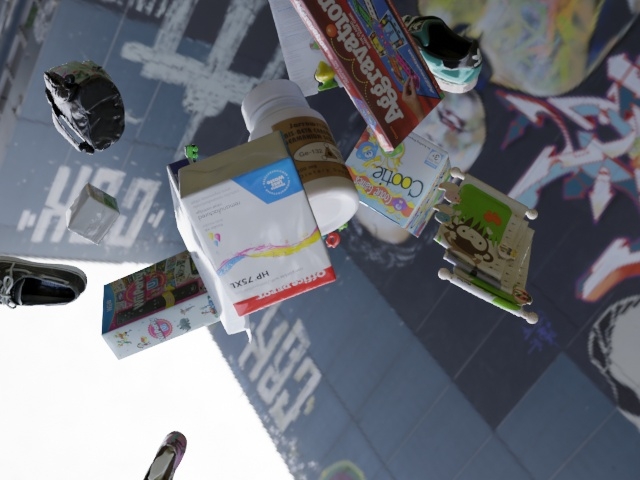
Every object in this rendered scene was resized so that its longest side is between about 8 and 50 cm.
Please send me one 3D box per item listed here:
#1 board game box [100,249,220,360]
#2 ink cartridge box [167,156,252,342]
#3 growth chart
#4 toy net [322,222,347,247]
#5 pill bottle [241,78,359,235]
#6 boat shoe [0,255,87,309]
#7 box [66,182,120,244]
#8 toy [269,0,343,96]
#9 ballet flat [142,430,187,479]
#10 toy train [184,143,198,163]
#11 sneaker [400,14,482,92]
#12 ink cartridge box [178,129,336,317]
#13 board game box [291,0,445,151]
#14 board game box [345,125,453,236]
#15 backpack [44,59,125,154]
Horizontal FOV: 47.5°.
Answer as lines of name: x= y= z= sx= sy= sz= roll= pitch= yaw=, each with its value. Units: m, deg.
board game box: x=-0.395 y=0.150 z=1.850 sx=0.224 sy=0.303 sz=0.098 roll=-114 pitch=2 yaw=-56
ink cartridge box: x=-0.168 y=0.025 z=1.108 sx=0.045 sy=0.224 sz=0.223 roll=-21 pitch=-123 yaw=-16
growth chart: x=0.239 y=-0.002 z=1.051 sx=0.171 sy=0.021 sz=0.237 roll=23 pitch=-132 yaw=-5
toy net: x=0.000 y=0.000 z=1.793 sx=0.045 sy=0.232 sz=0.122 roll=0 pitch=-138 yaw=-43
pill bottle: x=-0.039 y=-0.128 z=1.106 sx=0.131 sy=0.131 sz=0.229 roll=6 pitch=-129 yaw=-43
boat shoe: x=-0.713 y=0.110 z=1.710 sx=0.306 sy=0.113 sz=0.105 roll=8 pitch=-159 yaw=-6
box: x=-0.553 y=-0.066 z=1.763 sx=0.087 sy=0.102 sz=0.101 roll=32 pitch=-170 yaw=-30
toy: x=-0.011 y=-0.400 z=1.370 sx=0.056 sy=0.136 sz=0.237 roll=-51 pitch=-52 yaw=-76
ballet flat: x=-0.360 y=0.524 z=1.603 sx=0.076 sy=0.222 sz=0.079 roll=27 pitch=-168 yaw=15
toy train: x=-0.235 y=-0.135 z=1.320 sx=0.023 sy=0.083 sz=0.017 roll=-9 pitch=-153 yaw=-25
sneaker: x=0.173 y=-0.394 z=1.410 sx=0.302 sy=0.121 sz=0.108 roll=22 pitch=-114 yaw=12
ink cartridge box: x=-0.067 y=0.000 z=0.884 sx=0.078 sy=0.134 sz=0.231 roll=-111 pitch=0 yaw=-56
board game box: x=0.073 y=-0.287 z=1.074 sx=0.027 sy=0.145 sz=0.281 roll=1 pitch=131 yaw=56
board game box: x=0.141 y=-0.109 z=1.304 sx=0.144 sy=0.142 sz=0.275 roll=32 pitch=-176 yaw=12
backpack: x=-0.438 y=-0.262 z=1.354 sx=0.115 sy=0.152 sz=0.182 roll=-21 pitch=-141 yaw=-32
